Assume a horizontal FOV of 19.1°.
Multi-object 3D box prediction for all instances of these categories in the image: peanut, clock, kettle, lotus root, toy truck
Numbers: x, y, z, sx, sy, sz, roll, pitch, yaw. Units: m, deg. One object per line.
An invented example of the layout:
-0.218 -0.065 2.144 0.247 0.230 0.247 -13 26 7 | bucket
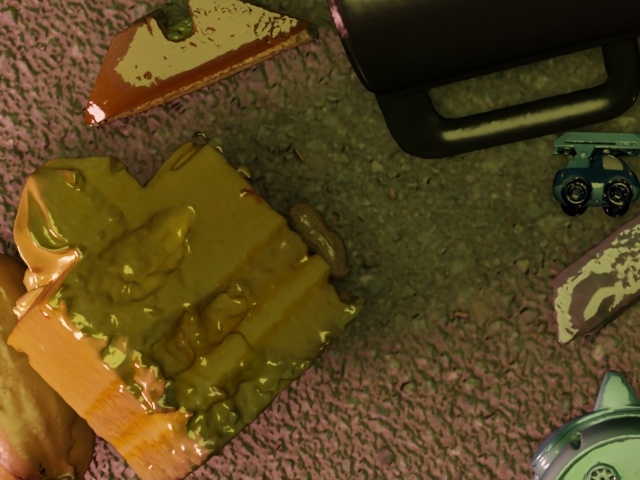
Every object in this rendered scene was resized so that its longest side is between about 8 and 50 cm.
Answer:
0.000 0.000 1.817 0.037 0.037 0.083 -38 85 9 | peanut
0.289 0.264 1.760 0.224 0.094 0.274 11 96 7 | clock
0.174 -0.239 1.722 0.308 0.262 0.203 -17 56 13 | kettle
-0.309 0.117 1.825 0.146 0.131 0.303 -28 90 -14 | lotus root
0.282 -0.060 1.761 0.136 0.063 0.074 3 79 3 | toy truck

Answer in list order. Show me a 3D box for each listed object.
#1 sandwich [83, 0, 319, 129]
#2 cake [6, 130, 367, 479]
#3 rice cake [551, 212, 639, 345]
-0.128 -0.186 1.797 0.244 0.090 0.088 -21 93 9 | sandwich
-0.148 0.044 1.707 0.286 0.227 0.222 46 66 -1 | cake
0.371 -0.041 1.744 0.399 0.064 0.070 -36 78 9 | rice cake
